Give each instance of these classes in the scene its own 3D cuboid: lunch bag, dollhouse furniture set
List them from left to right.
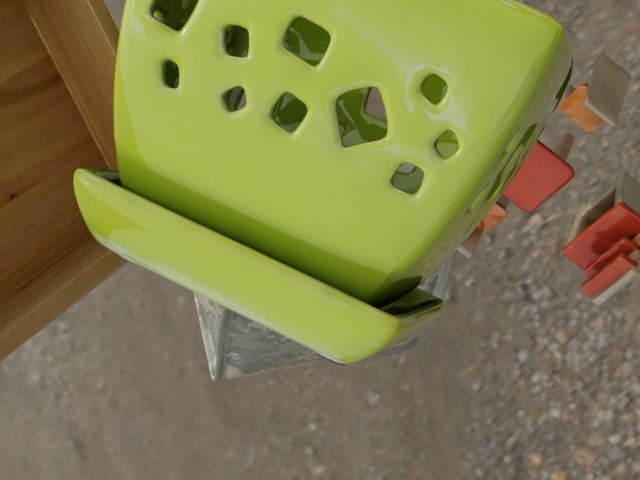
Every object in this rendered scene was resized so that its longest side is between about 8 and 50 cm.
[{"bbox_3d":[0.000,0.000,1.289,0.287,0.235,0.169,106,153,-59],"label":"lunch bag"},{"bbox_3d":[0.234,-0.064,1.435,0.259,0.135,0.262,36,133,-9],"label":"dollhouse furniture set"}]

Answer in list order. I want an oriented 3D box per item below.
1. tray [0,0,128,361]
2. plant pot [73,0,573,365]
[{"bbox_3d":[-0.252,-0.011,0.755,0.076,0.411,0.203,-11,112,41],"label":"tray"},{"bbox_3d":[0.001,-0.059,0.769,0.227,0.228,0.207,25,96,11],"label":"plant pot"}]
